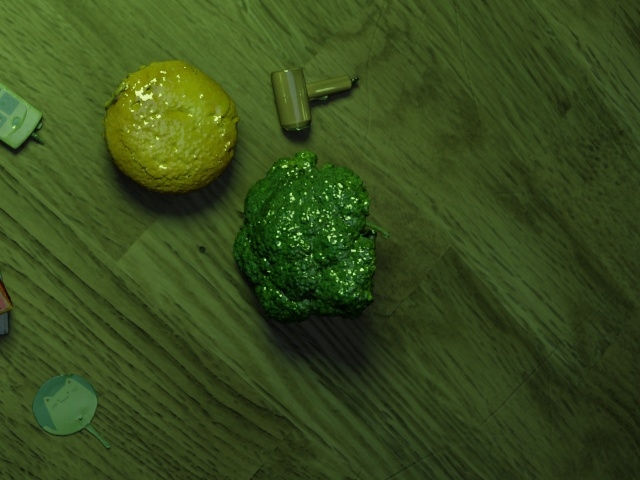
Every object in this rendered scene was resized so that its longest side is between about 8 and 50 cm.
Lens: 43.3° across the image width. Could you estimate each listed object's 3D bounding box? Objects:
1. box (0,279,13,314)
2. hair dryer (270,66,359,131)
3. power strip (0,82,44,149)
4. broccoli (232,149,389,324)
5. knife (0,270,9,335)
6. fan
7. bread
[{"bbox_3d":[-0.659,0.017,1.290,0.197,0.089,0.314,-29,105,-17],"label":"box"},{"bbox_3d":[-0.003,-0.283,1.544,0.181,0.064,0.117,-18,104,-25],"label":"hair dryer"},{"bbox_3d":[-0.556,-0.233,1.337,0.226,0.029,0.080,37,83,-22],"label":"power strip"},{"bbox_3d":[0.000,0.000,1.489,0.283,0.303,0.322,1,101,-53],"label":"broccoli"},{"bbox_3d":[-0.574,0.141,1.387,0.072,0.019,0.246,-5,97,-21],"label":"knife"},{"bbox_3d":[-0.443,0.320,1.471,0.113,0.005,0.175,-43,110,-12],"label":"fan"},{"bbox_3d":[-0.261,-0.194,1.403,0.239,0.139,0.240,-3,99,-22],"label":"bread"}]
